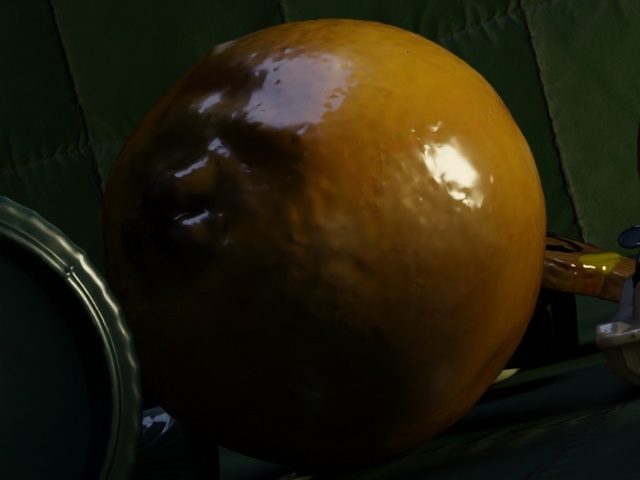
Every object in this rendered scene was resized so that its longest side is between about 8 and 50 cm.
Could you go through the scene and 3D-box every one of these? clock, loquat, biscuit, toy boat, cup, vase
[{"bbox_3d":[0.101,0.085,1.577,0.276,0.120,0.379,-6,-2,17],"label":"clock"},{"bbox_3d":[0.000,0.000,1.201,0.328,0.328,0.328,-15,0,0],"label":"loquat"},{"bbox_3d":[0.205,0.012,1.583,0.290,0.041,0.208,16,7,21],"label":"biscuit"},{"bbox_3d":[0.277,0.028,1.261,0.141,0.141,0.269,-15,14,18],"label":"toy boat"},{"bbox_3d":[-0.274,0.102,0.924,0.308,0.242,0.292,-14,0,-28],"label":"cup"},{"bbox_3d":[-0.188,0.172,1.258,0.219,0.096,0.096,-12,-1,-14],"label":"vase"}]

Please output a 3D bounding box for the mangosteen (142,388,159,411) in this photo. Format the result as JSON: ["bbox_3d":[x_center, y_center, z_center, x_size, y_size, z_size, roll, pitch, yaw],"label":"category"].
[{"bbox_3d":[-0.218,0.148,1.391,0.217,0.192,0.192,-55,11,-14],"label":"mangosteen"}]

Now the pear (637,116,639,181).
[{"bbox_3d":[0.313,-0.049,0.908,0.280,0.281,0.281,-15,0,0],"label":"pear"}]

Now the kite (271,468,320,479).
[{"bbox_3d":[-0.145,0.194,0.994,0.368,0.014,0.406,-16,-1,-36],"label":"kite"}]
